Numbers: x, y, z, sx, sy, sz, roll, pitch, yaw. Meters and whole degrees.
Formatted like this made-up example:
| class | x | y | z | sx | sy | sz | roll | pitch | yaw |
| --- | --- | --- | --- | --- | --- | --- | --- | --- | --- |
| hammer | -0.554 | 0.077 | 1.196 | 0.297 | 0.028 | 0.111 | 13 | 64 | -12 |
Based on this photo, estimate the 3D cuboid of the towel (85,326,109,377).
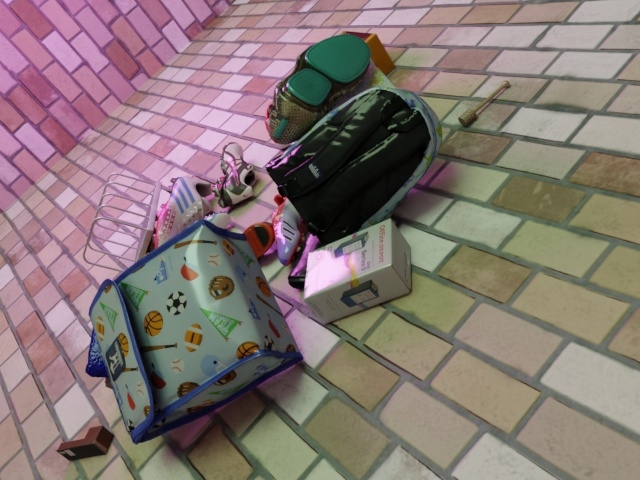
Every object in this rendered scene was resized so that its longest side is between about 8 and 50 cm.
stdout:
| class | x | y | z | sx | sy | sz | roll | pitch | yaw |
| --- | --- | --- | --- | --- | --- | --- | --- | --- | --- |
| towel | -0.378 | 0.200 | 1.615 | 0.309 | 0.076 | 0.227 | -5 | 51 | -1 |

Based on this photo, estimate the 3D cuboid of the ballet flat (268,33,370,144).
| class | x | y | z | sx | sy | sz | roll | pitch | yaw |
| --- | --- | --- | --- | --- | --- | --- | --- | --- | --- |
| ballet flat | -0.017 | -0.377 | 1.758 | 0.182 | 0.164 | 0.482 | -54 | 2 | 38 |

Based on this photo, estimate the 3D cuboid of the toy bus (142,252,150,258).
| class | x | y | z | sx | sy | sz | roll | pitch | yaw |
| --- | --- | --- | --- | --- | --- | --- | --- | --- | --- |
| toy bus | -0.447 | 0.163 | 1.827 | 0.211 | 0.150 | 0.220 | -23 | 50 | 57 |

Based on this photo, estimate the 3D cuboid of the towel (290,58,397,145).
| class | x | y | z | sx | sy | sz | roll | pitch | yaw |
| --- | --- | --- | --- | --- | --- | --- | --- | --- | --- |
| towel | 0.073 | -0.304 | 1.854 | 0.321 | 0.090 | 0.374 | -30 | 48 | 0 |

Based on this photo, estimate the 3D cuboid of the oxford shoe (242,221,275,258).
| class | x | y | z | sx | sy | sz | roll | pitch | yaw |
| --- | --- | --- | --- | --- | --- | --- | --- | --- | --- |
| oxford shoe | -0.214 | 0.051 | 1.810 | 0.271 | 0.096 | 0.098 | -36 | -2 | 17 |

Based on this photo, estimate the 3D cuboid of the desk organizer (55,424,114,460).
| class | x | y | z | sx | sy | sz | roll | pitch | yaw |
| --- | --- | --- | --- | --- | --- | --- | --- | --- | --- |
| desk organizer | -0.549 | 0.473 | 1.628 | 0.130 | 0.047 | 0.050 | -18 | 35 | 28 |

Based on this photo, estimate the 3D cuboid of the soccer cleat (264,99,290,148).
| class | x | y | z | sx | sy | sz | roll | pitch | yaw |
| --- | --- | --- | --- | --- | --- | --- | --- | --- | --- |
| soccer cleat | -0.119 | -0.422 | 2.249 | 0.109 | 0.116 | 0.318 | -23 | 35 | 22 |

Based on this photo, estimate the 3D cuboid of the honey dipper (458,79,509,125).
| class | x | y | z | sx | sy | sz | roll | pitch | yaw |
| --- | --- | --- | --- | --- | --- | --- | --- | --- | --- |
| honey dipper | 0.405 | -0.343 | 1.718 | 0.161 | 0.030 | 0.030 | -42 | 32 | -9 |

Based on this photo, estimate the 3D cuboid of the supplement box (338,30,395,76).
| class | x | y | z | sx | sy | sz | roll | pitch | yaw |
| --- | --- | --- | --- | --- | --- | --- | --- | --- | --- |
| supplement box | 0.088 | -0.540 | 2.180 | 0.191 | 0.129 | 0.194 | -45 | 33 | -9 |

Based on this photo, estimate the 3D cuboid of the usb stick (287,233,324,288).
| class | x | y | z | sx | sy | sz | roll | pitch | yaw |
| --- | --- | --- | --- | --- | --- | --- | --- | --- | --- |
| usb stick | 0.000 | 0.000 | 1.678 | 0.077 | 0.045 | 0.278 | -2 | 46 | 34 |

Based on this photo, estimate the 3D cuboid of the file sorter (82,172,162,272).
| class | x | y | z | sx | sy | sz | roll | pitch | yaw |
| --- | --- | --- | --- | --- | --- | --- | --- | --- | --- |
| file sorter | -0.609 | -0.057 | 2.156 | 0.277 | 0.173 | 0.192 | -98 | 30 | -54 |

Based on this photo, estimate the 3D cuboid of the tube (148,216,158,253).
| class | x | y | z | sx | sy | sz | roll | pitch | yaw |
| --- | --- | --- | --- | --- | --- | --- | --- | --- | --- |
| tube | -0.490 | 0.005 | 2.145 | 0.070 | 0.062 | 0.240 | -56 | 27 | 29 |

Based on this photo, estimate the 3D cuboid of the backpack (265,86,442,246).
| class | x | y | z | sx | sy | sz | roll | pitch | yaw |
| --- | --- | --- | --- | --- | --- | --- | --- | --- | --- |
| backpack | 0.104 | -0.189 | 1.578 | 0.355 | 0.290 | 0.273 | -48 | -14 | 34 |

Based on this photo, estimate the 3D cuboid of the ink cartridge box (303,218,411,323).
| class | x | y | z | sx | sy | sz | roll | pitch | yaw |
| --- | --- | --- | --- | --- | --- | --- | --- | --- | --- |
| ink cartridge box | 0.078 | 0.065 | 1.476 | 0.213 | 0.093 | 0.154 | -21 | 36 | 22 |

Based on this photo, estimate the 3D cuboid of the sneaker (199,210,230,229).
| class | x | y | z | sx | sy | sz | roll | pitch | yaw |
| --- | --- | --- | --- | --- | --- | --- | --- | --- | --- |
| sneaker | -0.345 | 0.009 | 1.986 | 0.237 | 0.085 | 0.086 | -40 | 59 | -8 |

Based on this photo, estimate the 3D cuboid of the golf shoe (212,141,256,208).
| class | x | y | z | sx | sy | sz | roll | pitch | yaw |
| --- | --- | --- | --- | --- | --- | --- | --- | --- | --- |
| golf shoe | -0.250 | -0.206 | 2.150 | 0.120 | 0.105 | 0.272 | -11 | 45 | 13 |

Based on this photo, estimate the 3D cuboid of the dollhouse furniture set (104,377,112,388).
| class | x | y | z | sx | sy | sz | roll | pitch | yaw |
| --- | --- | --- | --- | --- | --- | --- | --- | --- | --- |
| dollhouse furniture set | -0.493 | 0.327 | 1.690 | 0.123 | 0.144 | 0.151 | -32 | 47 | 19 |

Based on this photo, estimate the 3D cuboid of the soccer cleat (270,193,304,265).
| class | x | y | z | sx | sy | sz | roll | pitch | yaw |
| --- | --- | --- | --- | --- | --- | --- | --- | --- | --- |
| soccer cleat | -0.089 | -0.028 | 1.737 | 0.248 | 0.095 | 0.083 | -80 | 14 | -51 |

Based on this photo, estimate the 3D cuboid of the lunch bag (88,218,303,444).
| class | x | y | z | sx | sy | sz | roll | pitch | yaw |
| --- | --- | --- | --- | --- | --- | --- | --- | --- | --- |
| lunch bag | -0.291 | 0.195 | 1.444 | 0.386 | 0.239 | 0.327 | -32 | 67 | 15 |

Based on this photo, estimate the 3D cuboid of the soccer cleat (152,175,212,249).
| class | x | y | z | sx | sy | sz | roll | pitch | yaw |
| --- | --- | --- | --- | --- | --- | --- | --- | --- | --- |
| soccer cleat | -0.409 | -0.075 | 2.100 | 0.143 | 0.116 | 0.331 | 6 | 47 | 0 |
